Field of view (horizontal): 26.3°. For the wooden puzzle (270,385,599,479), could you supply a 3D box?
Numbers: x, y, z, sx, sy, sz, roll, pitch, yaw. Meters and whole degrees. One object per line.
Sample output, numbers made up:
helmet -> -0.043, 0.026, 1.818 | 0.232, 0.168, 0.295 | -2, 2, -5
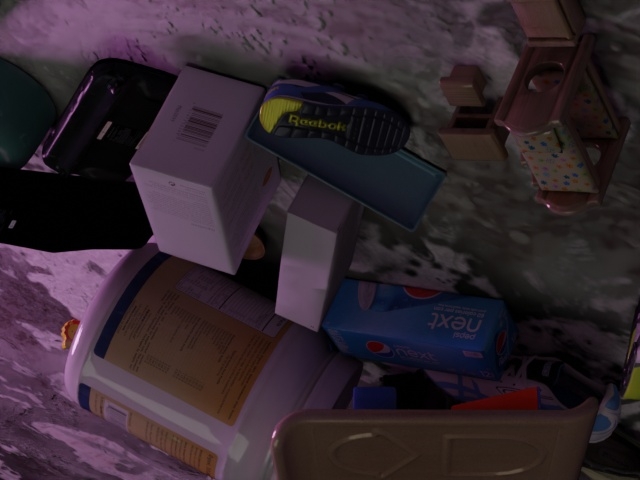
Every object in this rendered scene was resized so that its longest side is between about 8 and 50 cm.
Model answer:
wooden puzzle -> 0.125, 0.247, 1.556 | 0.348, 0.080, 0.322 | -4, 148, 1

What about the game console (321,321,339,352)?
game console -> -0.035, 0.150, 1.783 | 0.122, 0.107, 0.071 | 10, 178, 28

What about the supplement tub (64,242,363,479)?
supplement tub -> -0.129, 0.165, 1.685 | 0.316, 0.228, 0.228 | 27, 153, 9

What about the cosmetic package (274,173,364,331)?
cosmetic package -> 0.000, 0.000, 1.453 | 0.060, 0.099, 0.239 | 22, 152, 6

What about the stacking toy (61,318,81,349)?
stacking toy -> -0.268, 0.172, 2.043 | 0.221, 0.052, 0.167 | 32, 154, -17

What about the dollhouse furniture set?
dollhouse furniture set -> 0.141, -0.117, 1.122 | 0.161, 0.101, 0.182 | 4, 146, 35

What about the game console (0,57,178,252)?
game console -> -0.243, -0.082, 1.504 | 0.213, 0.044, 0.361 | 6, 149, -29

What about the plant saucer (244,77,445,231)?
plant saucer -> 0.024, -0.083, 1.331 | 0.192, 0.067, 0.018 | 29, -178, -7

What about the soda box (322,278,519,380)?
soda box -> 0.113, 0.100, 1.564 | 0.210, 0.071, 0.067 | 7, 147, 32

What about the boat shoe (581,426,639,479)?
boat shoe -> 0.304, 0.232, 1.639 | 0.223, 0.080, 0.073 | 25, 148, -11

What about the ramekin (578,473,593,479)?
ramekin -> 0.310, 0.360, 1.819 | 0.207, 0.109, 0.207 | 19, 152, 11

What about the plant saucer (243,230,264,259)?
plant saucer -> -0.101, -0.007, 1.615 | 0.083, 0.015, 0.083 | 20, 153, 11

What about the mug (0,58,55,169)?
mug -> -0.385, -0.131, 1.544 | 0.129, 0.097, 0.158 | 41, 149, -28

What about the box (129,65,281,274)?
box -> -0.112, -0.069, 1.390 | 0.091, 0.130, 0.170 | 17, 151, 14

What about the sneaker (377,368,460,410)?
sneaker -> 0.114, 0.215, 1.737 | 0.106, 0.101, 0.267 | 26, 153, 4

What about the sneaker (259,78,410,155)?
sneaker -> 0.015, -0.121, 1.284 | 0.144, 0.059, 0.053 | 13, 123, -10

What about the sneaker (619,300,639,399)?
sneaker -> 0.366, 0.074, 1.294 | 0.121, 0.111, 0.300 | 10, 156, 7

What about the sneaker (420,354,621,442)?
sneaker -> 0.230, 0.158, 1.570 | 0.237, 0.085, 0.086 | 18, 130, 14
